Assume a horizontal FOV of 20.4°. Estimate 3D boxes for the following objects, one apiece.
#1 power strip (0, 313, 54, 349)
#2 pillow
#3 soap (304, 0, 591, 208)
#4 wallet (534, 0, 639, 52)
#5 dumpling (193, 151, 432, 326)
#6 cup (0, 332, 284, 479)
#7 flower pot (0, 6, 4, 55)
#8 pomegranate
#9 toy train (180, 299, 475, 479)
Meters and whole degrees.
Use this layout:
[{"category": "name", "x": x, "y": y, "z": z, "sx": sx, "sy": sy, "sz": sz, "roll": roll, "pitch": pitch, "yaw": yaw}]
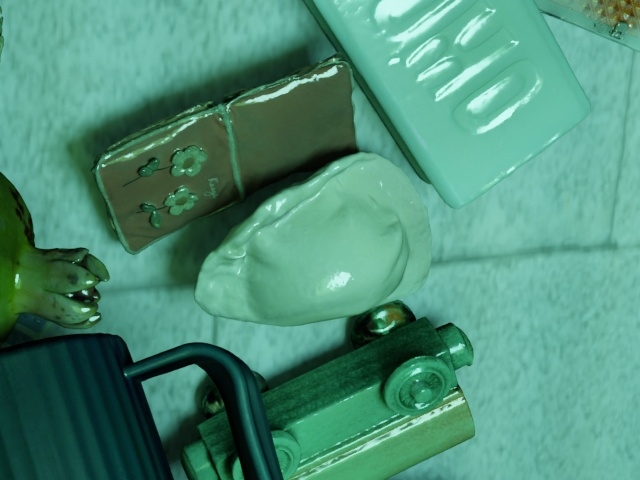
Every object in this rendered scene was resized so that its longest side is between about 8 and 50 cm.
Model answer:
[{"category": "power strip", "x": -0.279, "y": 0.099, "z": 1.532, "sx": 0.047, "sy": 0.030, "sz": 0.191, "roll": 31, "pitch": 100, "yaw": -28}, {"category": "pillow", "x": -0.076, "y": -0.075, "z": 1.495, "sx": 0.232, "sy": 0.043, "sz": 0.126, "roll": -23, "pitch": 145, "yaw": -7}, {"category": "soap", "x": 0.100, "y": -0.176, "z": 1.507, "sx": 0.160, "sy": 0.087, "sz": 0.265, "roll": -35, "pitch": 121, "yaw": -1}, {"category": "wallet", "x": 0.282, "y": -0.225, "z": 1.590, "sx": 0.196, "sy": 0.020, "sz": 0.103, "roll": 17, "pitch": 107, "yaw": -26}, {"category": "dumpling", "x": 0.000, "y": 0.000, "z": 1.531, "sx": 0.229, "sy": 0.124, "sz": 0.151, "roll": -13, "pitch": 123, "yaw": -27}, {"category": "cup", "x": -0.198, "y": 0.229, "z": 1.385, "sx": 0.308, "sy": 0.292, "sz": 0.242, "roll": -26, "pitch": 167, "yaw": 33}, {"category": "flower pot", "x": -0.352, "y": -0.166, "z": 1.301, "sx": 0.202, "sy": 0.212, "sz": 0.212, "roll": 21, "pitch": 106, "yaw": -40}, {"category": "pomegranate", "x": -0.285, "y": 0.031, "z": 1.391, "sx": 0.179, "sy": 0.210, "sz": 0.179, "roll": -45, "pitch": 158, "yaw": -23}, {"category": "toy train", "x": 0.015, "y": 0.175, "z": 1.640, "sx": 0.285, "sy": 0.116, "sz": 0.177, "roll": -26, "pitch": 133, "yaw": -8}]
